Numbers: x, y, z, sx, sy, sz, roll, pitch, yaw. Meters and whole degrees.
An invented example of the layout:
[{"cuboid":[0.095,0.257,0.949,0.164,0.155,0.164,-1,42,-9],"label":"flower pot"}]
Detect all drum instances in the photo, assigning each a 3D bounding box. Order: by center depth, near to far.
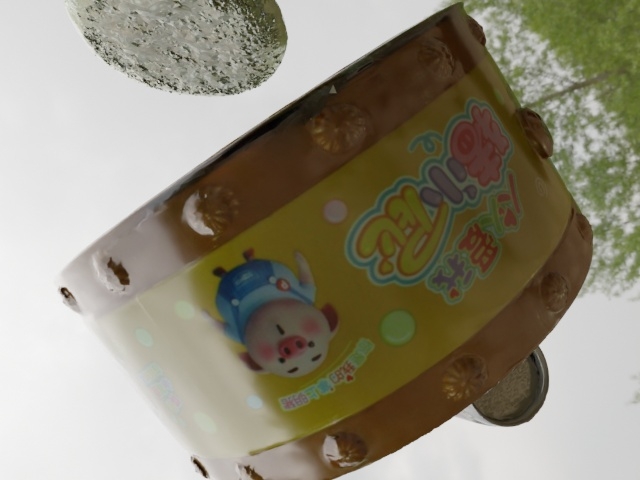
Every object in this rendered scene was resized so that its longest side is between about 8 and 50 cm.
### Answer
[{"cuboid":[0.000,0.000,0.535,0.214,0.431,0.431,55,-139,-9],"label":"drum"}]

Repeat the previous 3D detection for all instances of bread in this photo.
[{"cuboid":[-0.170,-0.247,0.693,0.267,0.267,0.040,27,-119,-45],"label":"bread"}]

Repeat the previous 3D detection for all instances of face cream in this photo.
[{"cuboid":[0.280,0.236,1.044,0.175,0.195,0.175,3,-100,-17],"label":"face cream"}]
